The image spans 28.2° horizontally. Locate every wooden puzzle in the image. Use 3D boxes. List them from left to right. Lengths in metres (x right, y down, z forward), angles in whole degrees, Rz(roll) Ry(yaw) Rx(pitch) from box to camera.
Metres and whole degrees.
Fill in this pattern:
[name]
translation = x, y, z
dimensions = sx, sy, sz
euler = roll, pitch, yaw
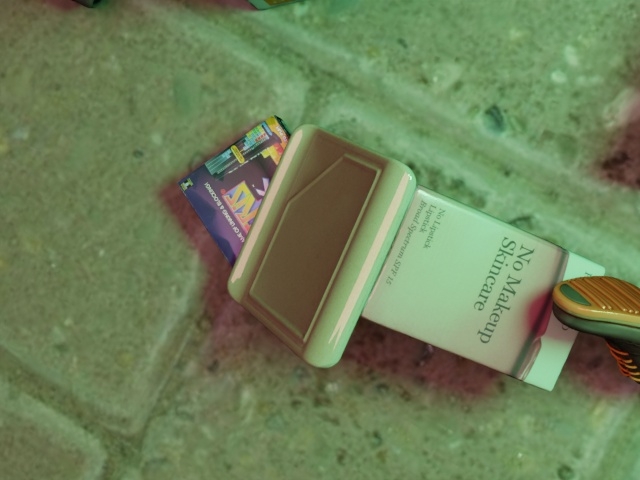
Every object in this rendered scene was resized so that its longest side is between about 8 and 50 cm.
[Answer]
[wooden puzzle]
translation = 0.000, 0.000, 1.351
dimensions = 0.044, 0.239, 0.221
euler = 21, 96, -32

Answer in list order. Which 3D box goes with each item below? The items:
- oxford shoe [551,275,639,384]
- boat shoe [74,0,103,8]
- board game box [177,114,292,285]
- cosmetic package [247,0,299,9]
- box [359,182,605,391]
[oxford shoe]
translation = 0.335, 0.106, 1.312
dimensions = 0.271, 0.097, 0.098
euler = 15, 110, -31
[boat shoe]
translation = -0.192, -0.416, 1.473
dimensions = 0.130, 0.132, 0.355
euler = 44, 106, -2
[board game box]
translation = -0.060, -0.036, 1.471
dimensions = 0.141, 0.048, 0.170
euler = -35, 83, 7
[cosmetic package]
translation = -0.019, -0.364, 1.261
dimensions = 0.230, 0.453, 0.161
euler = -10, 88, 11
[box]
translation = 0.154, 0.042, 1.347
dimensions = 0.232, 0.127, 0.148
euler = 22, 93, -16
